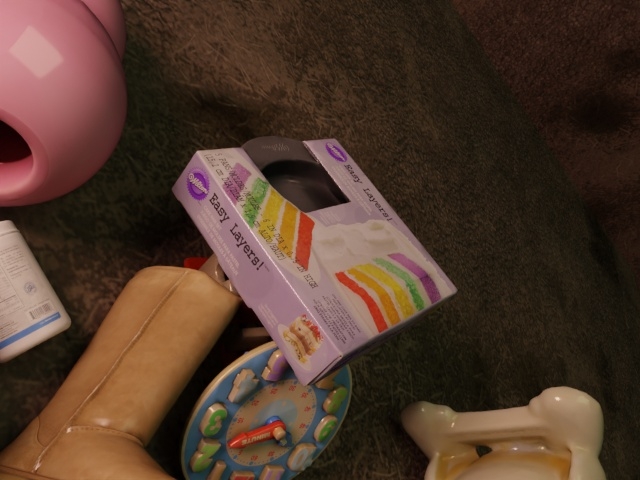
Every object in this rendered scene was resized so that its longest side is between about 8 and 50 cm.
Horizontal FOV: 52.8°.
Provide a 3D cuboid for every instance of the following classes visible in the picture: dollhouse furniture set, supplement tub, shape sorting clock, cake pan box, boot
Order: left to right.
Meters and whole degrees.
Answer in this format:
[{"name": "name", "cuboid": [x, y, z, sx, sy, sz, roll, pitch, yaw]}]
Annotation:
[{"name": "supplement tub", "cuboid": [-0.272, 0.045, 0.557, 0.107, 0.071, 0.071, 61, 34, -3]}, {"name": "boot", "cuboid": [-0.135, 0.131, 0.560, 0.269, 0.236, 0.089, -60, 152, -48]}, {"name": "shape sorting clock", "cuboid": [-0.050, 0.192, 0.680, 0.206, 0.206, 0.040, 25, 12, -44]}, {"name": "dollhouse furniture set", "cuboid": [-0.053, 0.064, 0.825, 0.259, 0.135, 0.262, 5, 64, -40]}, {"name": "cake pan box", "cuboid": [0.000, 0.000, 0.717, 0.246, 0.070, 0.267, -13, 62, -52]}]

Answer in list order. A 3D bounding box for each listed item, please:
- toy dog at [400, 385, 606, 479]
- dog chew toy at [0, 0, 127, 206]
[{"name": "toy dog", "cuboid": [0.234, 0.458, 0.843, 0.408, 0.285, 0.395, -67, 144, -47]}, {"name": "dog chew toy", "cuboid": [-0.275, -0.191, 0.602, 0.207, 0.207, 0.331, 35, 36, -36]}]
